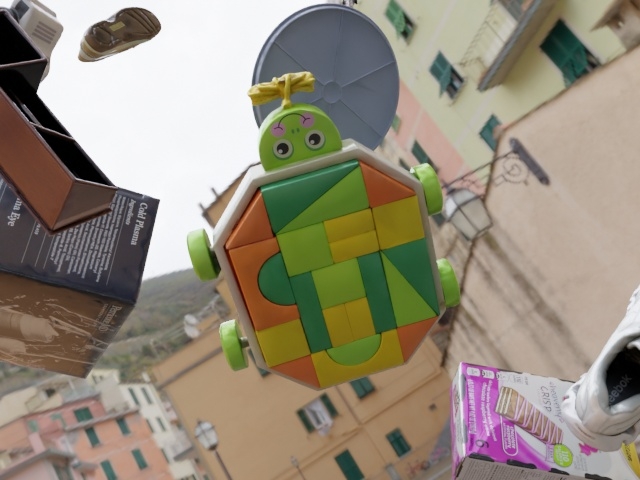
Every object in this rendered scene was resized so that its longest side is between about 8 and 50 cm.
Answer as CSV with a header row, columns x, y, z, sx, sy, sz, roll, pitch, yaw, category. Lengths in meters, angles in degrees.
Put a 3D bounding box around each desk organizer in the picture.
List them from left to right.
x,y,z,sx,sy,sz,roll,pitch,yaw,category
-0.173,-0.072,0.389,0.047,0.130,0.050,-33,-11,-49,desk organizer

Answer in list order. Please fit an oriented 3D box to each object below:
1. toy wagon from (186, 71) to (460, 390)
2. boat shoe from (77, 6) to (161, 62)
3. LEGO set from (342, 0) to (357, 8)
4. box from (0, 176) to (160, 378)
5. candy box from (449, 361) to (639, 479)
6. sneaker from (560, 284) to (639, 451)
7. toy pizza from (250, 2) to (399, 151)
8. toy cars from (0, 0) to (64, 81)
x,y,z,sx,sy,sz,roll,pitch,yaw,category
0.000,0.000,0.690,0.268,0.068,0.344,-17,-64,-3,toy wagon
-0.355,-0.356,1.146,0.072,0.068,0.190,-33,7,36,boat shoe
0.050,-0.615,1.401,0.182,0.244,0.060,-54,-1,12,LEGO set
-0.444,0.042,0.959,0.313,0.178,0.343,17,-34,-22,box
0.302,0.266,0.905,0.234,0.159,0.071,10,-50,1,candy box
0.401,0.116,0.779,0.292,0.110,0.118,-50,-29,-16,sneaker
0.007,-0.181,0.795,0.201,0.032,0.201,-9,-70,-26,toy pizza
-0.469,-0.169,0.808,0.394,0.087,0.176,-43,-5,-36,toy cars
